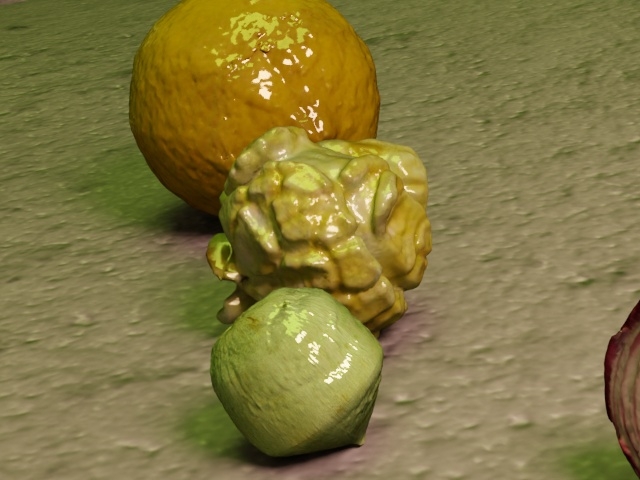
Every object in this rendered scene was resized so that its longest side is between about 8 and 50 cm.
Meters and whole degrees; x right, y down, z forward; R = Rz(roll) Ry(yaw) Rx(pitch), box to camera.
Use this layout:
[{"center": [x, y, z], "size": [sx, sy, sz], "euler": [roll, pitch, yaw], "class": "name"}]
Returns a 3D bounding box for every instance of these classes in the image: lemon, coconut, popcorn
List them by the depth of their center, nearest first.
[{"center": [-0.009, 0.072, 0.726], "size": [0.088, 0.096, 0.088], "euler": [-37, 11, 8], "class": "coconut"}, {"center": [0.000, 0.000, 0.854], "size": [0.162, 0.141, 0.136], "euler": [-29, 60, -1], "class": "popcorn"}, {"center": [-0.052, -0.109, 1.078], "size": [0.192, 0.192, 0.231], "euler": [-14, 22, -20], "class": "lemon"}]

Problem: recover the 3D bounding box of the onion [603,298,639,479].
[{"center": [0.219, 0.075, 0.569], "size": [0.098, 0.151, 0.206], "euler": [-2, 31, -31], "class": "onion"}]
